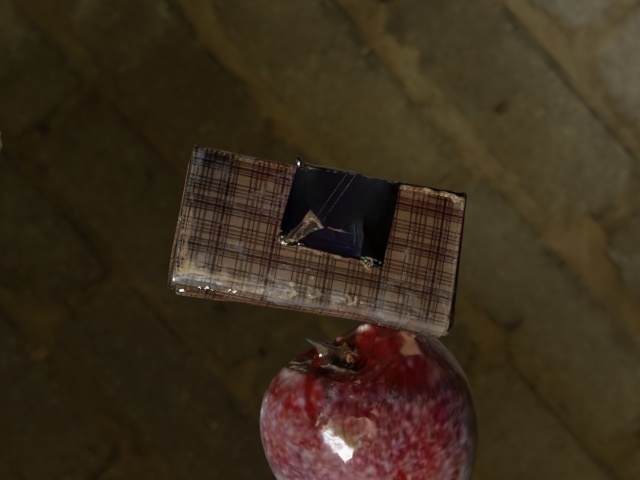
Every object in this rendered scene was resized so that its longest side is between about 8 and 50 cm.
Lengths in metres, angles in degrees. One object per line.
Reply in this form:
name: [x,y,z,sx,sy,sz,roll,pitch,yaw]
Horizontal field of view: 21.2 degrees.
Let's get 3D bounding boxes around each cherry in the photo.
cherry: [0.060,0.215,1.843,0.203,0.230,0.300,27,141,55]

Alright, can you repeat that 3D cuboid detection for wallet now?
wallet: [0.000,0.000,1.355,0.230,0.124,0.042,9,172,-7]

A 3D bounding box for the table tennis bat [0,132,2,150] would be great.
table tennis bat: [-0.503,-0.030,1.891,0.054,0.368,0.224,52,-159,-24]
